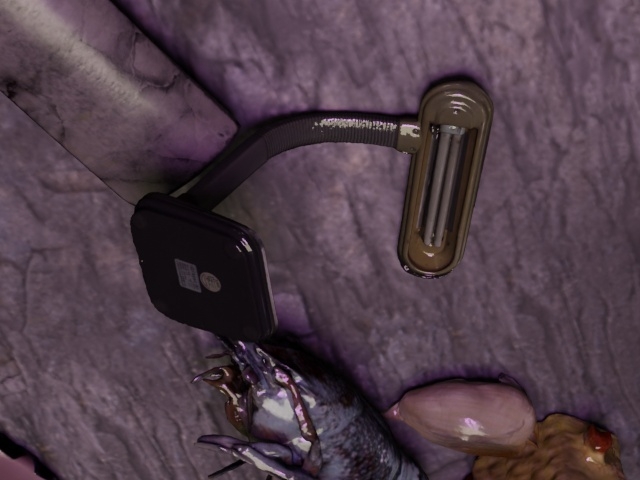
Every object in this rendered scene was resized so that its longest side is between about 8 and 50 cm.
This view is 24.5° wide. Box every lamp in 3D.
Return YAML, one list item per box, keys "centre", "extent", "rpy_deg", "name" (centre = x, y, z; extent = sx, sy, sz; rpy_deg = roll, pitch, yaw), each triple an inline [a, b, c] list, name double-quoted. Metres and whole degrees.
- centre: [-0.003, -0.004, 1.164]
  extent: [0.283, 0.124, 0.203]
  rpy_deg: [-32, 134, -30]
  name: "lamp"

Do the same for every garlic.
- centre: [0.132, 0.165, 1.352]
  extent: [0.152, 0.066, 0.084]
  rpy_deg: [12, 129, -10]
  name: "garlic"

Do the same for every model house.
- centre: [0.206, 0.298, 1.381]
  extent: [0.160, 0.196, 0.254]
  rpy_deg: [18, 126, -12]
  name: "model house"

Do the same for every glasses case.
- centre: [-0.197, -0.150, 1.099]
  extent: [0.114, 0.060, 0.299]
  rpy_deg: [-35, 121, 20]
  name: "glasses case"

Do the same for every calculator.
- centre: [-0.324, 0.230, 1.435]
  extent: [0.103, 0.024, 0.166]
  rpy_deg: [-36, 121, 26]
  name: "calculator"

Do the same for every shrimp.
- centre: [-0.024, 0.187, 1.307]
  extent: [0.137, 0.172, 0.372]
  rpy_deg: [-29, 131, 29]
  name: "shrimp"
